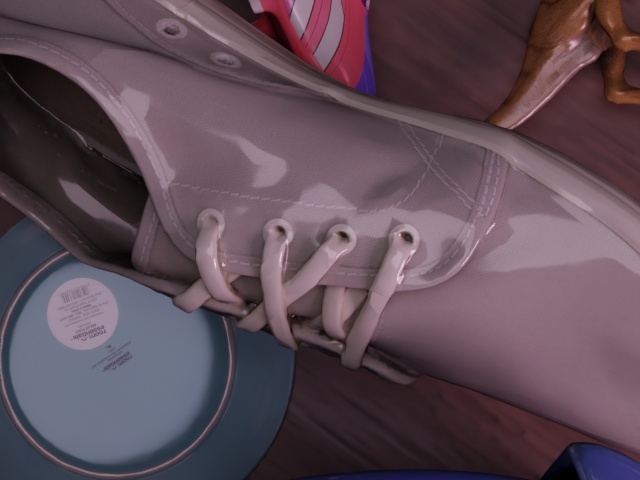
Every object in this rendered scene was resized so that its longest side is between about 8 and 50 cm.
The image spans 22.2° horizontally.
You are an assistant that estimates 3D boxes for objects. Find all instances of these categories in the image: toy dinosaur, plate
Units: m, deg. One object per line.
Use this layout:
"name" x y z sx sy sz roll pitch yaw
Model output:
"toy dinosaur" 0.133 -0.105 0.859 0.112 0.064 0.211 23 78 22
"plate" -0.108 0.063 0.871 0.188 0.024 0.188 0 87 3

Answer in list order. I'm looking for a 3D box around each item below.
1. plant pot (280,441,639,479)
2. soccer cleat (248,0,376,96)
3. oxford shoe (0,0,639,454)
"plant pot" 0.068 0.220 0.737 0.212 0.236 0.236 -14 73 -3
"soccer cleat" -0.013 -0.180 0.855 0.095 0.083 0.248 -23 83 -3
"oxford shoe" 0.000 0.000 0.788 0.449 0.169 0.130 28 48 9
